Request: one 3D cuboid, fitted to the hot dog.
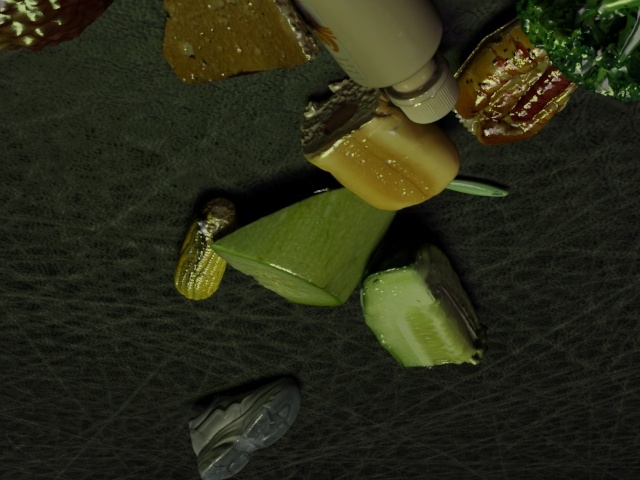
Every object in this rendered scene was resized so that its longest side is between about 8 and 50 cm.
[{"bbox_3d":[0.239,-0.194,0.953,0.131,0.069,0.253,22,139,-25],"label":"hot dog"}]

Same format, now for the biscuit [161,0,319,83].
[{"bbox_3d":[-0.105,-0.221,0.889,0.237,0.026,0.131,5,136,52],"label":"biscuit"}]

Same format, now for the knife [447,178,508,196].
[{"bbox_3d":[0.148,-0.080,1.164,0.207,0.014,0.030,8,146,-9],"label":"knife"}]

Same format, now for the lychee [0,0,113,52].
[{"bbox_3d":[-0.271,-0.270,0.725,0.271,0.236,0.236,12,147,13],"label":"lychee"}]

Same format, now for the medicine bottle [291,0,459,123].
[{"bbox_3d":[0.059,-0.215,0.890,0.114,0.114,0.252,-19,140,26],"label":"medicine bottle"}]

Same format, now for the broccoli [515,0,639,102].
[{"bbox_3d":[0.304,-0.224,0.720,0.298,0.297,0.297,-1,116,-3],"label":"broccoli"}]

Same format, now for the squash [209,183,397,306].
[{"bbox_3d":[0.000,0.000,1.238,0.204,0.155,0.237,11,167,31],"label":"squash"}]

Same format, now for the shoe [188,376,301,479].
[{"bbox_3d":[-0.148,0.326,1.672,0.245,0.137,0.095,-43,141,5],"label":"shoe"}]

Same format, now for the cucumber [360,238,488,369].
[{"bbox_3d":[0.140,0.084,1.313,0.145,0.105,0.325,-10,148,20],"label":"cucumber"}]

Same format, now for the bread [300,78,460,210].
[{"bbox_3d":[0.072,-0.114,1.056,0.134,0.085,0.173,-30,133,31],"label":"bread"}]

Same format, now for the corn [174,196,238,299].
[{"bbox_3d":[-0.161,0.015,1.260,0.072,0.072,0.203,11,143,-13],"label":"corn"}]
